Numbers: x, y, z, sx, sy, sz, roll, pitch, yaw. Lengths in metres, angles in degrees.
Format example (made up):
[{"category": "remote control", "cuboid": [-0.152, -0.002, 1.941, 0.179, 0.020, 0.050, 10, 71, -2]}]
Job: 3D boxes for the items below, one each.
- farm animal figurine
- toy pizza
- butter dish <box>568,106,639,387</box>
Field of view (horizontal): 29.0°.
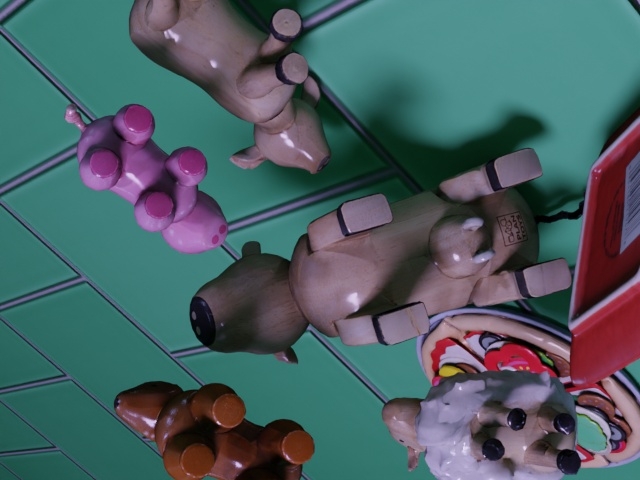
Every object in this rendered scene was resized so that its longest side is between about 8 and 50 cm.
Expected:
[{"category": "farm animal figurine", "cuboid": [0.000, 0.000, 0.779, 0.326, 0.330, 0.172, 2, 174, -16]}, {"category": "toy pizza", "cuboid": [0.164, 0.126, 0.986, 0.201, 0.032, 0.201, 23, 148, 16]}, {"category": "butter dish", "cuboid": [0.210, 0.000, 0.657, 0.118, 0.160, 0.160, 14, 159, -4]}]
